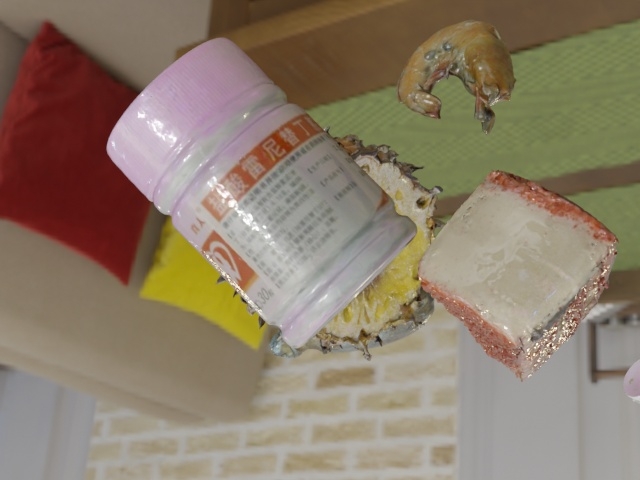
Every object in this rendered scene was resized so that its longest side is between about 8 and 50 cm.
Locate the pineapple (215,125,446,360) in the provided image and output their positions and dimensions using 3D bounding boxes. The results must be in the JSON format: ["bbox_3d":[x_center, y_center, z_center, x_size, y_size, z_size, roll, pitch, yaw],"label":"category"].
[{"bbox_3d":[0.002,-0.001,1.657,0.352,0.352,0.300,15,180,-24],"label":"pineapple"}]

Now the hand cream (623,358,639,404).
[{"bbox_3d":[0.579,0.279,1.576,0.312,0.111,0.070,33,133,-19],"label":"hand cream"}]

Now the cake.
[{"bbox_3d":[0.208,0.045,1.168,0.159,0.158,0.262,40,172,19],"label":"cake"}]

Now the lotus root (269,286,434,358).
[{"bbox_3d":[0.055,0.128,1.990,0.322,0.158,0.140,-16,126,-6],"label":"lotus root"}]

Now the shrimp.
[{"bbox_3d":[0.151,-0.177,1.184,0.132,0.187,0.051,-35,125,15],"label":"shrimp"}]

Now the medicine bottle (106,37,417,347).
[{"bbox_3d":[-0.066,-0.054,1.217,0.316,0.202,0.202,45,155,4],"label":"medicine bottle"}]
